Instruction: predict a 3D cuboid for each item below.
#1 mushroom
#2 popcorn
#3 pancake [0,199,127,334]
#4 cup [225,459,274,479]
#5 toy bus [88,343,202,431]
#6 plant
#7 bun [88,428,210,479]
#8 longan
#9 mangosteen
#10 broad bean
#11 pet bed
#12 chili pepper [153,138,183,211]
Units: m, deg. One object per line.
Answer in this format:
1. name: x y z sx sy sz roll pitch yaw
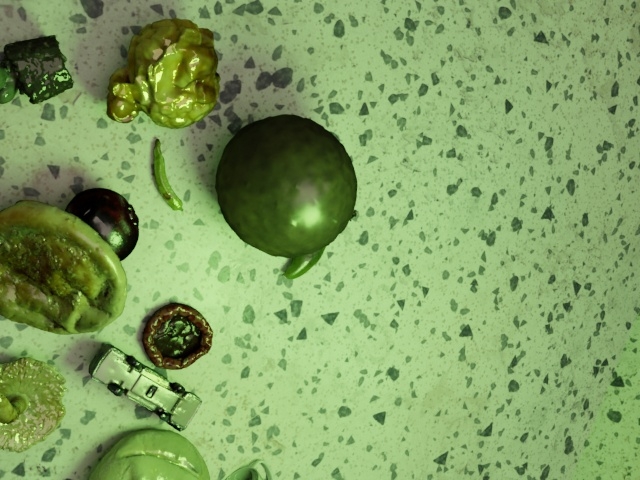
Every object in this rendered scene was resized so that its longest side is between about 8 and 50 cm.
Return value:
1. mushroom: -0.751 0.415 1.614 0.207 0.302 0.233 -18 96 9
2. popcorn: -0.388 -0.399 1.699 0.332 0.225 0.265 -41 134 -7
3. pancake: -0.649 0.086 1.623 0.386 0.082 0.387 3 123 4
4. cup: -0.214 0.776 2.075 0.134 0.173 0.142 -24 115 10
5. toy bus: -0.479 0.391 1.838 0.317 0.138 0.112 43 73 -27
6. plant: -0.716 -0.377 1.555 0.274 0.149 0.147 -17 107 -23
7. bun: -0.463 0.707 1.855 0.365 0.219 0.366 -8 105 -31
8. longan: -0.084 -0.142 1.816 0.390 0.391 0.392 -6 102 -28
9. mangosteen: -0.553 -0.031 1.688 0.209 0.210 0.210 -6 102 -28
10. broad bean: 0.002 -0.001 2.071 0.325 0.067 0.075 -44 125 -13
11. pet bed: -0.402 0.271 1.904 0.201 0.053 0.201 -3 97 -24
12. chili pepper: -0.419 -0.165 1.821 0.048 0.043 0.208 -21 108 -11
